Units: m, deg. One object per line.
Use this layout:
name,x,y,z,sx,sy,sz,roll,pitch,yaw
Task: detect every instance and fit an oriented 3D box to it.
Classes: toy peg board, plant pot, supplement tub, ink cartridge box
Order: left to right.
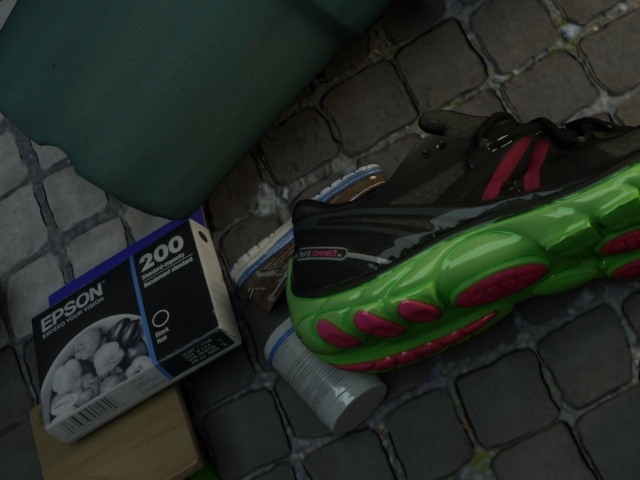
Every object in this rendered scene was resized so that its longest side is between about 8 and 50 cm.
ink cartridge box,-0.194,0.070,1.242,0.206,0.045,0.208,-31,44,10
toy peg board,-0.189,0.207,1.233,0.161,0.079,0.160,-32,51,9
plant pot,-0.133,-0.222,1.198,0.341,0.341,0.334,42,100,25
supplement tub,0.004,0.123,1.173,0.071,0.071,0.107,-45,64,4

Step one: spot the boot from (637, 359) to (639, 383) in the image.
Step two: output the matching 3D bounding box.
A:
boot,0.323,0.198,1.030,0.197,0.073,0.152,30,92,28

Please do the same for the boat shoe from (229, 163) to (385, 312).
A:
boat shoe,0.000,0.000,1.219,0.183,0.066,0.066,-40,79,8

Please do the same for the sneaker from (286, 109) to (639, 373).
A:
sneaker,0.184,-0.052,1.085,0.483,0.185,0.202,-20,62,5
